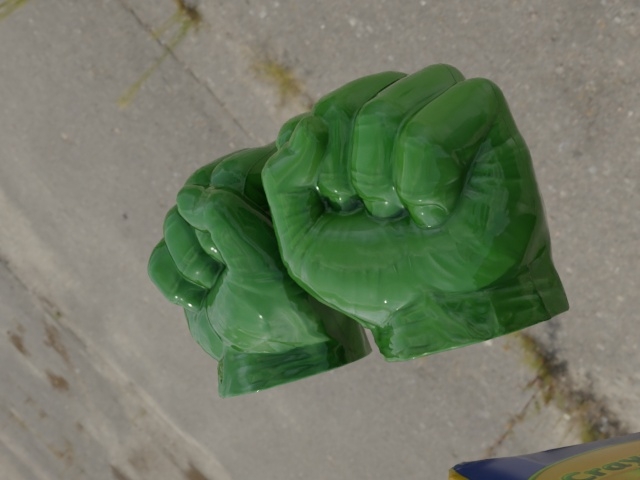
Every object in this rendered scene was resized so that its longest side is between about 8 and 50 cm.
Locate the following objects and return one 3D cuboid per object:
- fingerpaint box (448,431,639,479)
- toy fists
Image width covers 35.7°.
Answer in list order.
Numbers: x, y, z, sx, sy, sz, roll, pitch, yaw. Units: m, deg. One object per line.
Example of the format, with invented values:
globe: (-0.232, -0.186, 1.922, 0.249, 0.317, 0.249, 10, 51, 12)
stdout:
fingerpaint box: (0.322, 0.148, 0.317, 0.371, 0.444, 0.163, -175, 77, -73)
toy fists: (0.000, 0.000, 0.542, 0.279, 0.096, 0.142, -22, 84, 50)
